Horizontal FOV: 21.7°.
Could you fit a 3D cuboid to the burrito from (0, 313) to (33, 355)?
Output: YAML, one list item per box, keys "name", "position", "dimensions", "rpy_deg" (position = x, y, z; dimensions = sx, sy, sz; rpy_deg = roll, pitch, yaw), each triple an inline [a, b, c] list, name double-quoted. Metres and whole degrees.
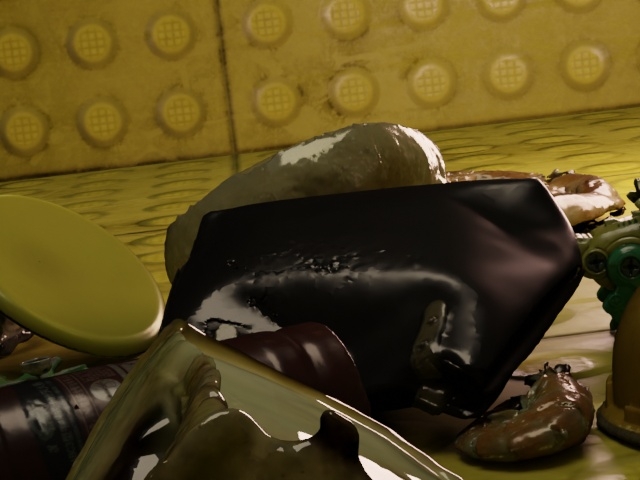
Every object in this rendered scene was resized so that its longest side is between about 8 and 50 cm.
- name: "burrito"
  position: [-0.457, 0.063, 1.699]
  dimensions: [0.332, 0.135, 0.190]
  rpy_deg: [-8, 15, 11]

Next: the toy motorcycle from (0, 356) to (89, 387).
- name: "toy motorcycle"
  position: [-0.249, 0.135, 1.297]
  dimensions: [0.106, 0.074, 0.190]
  rpy_deg: [-10, 4, 42]

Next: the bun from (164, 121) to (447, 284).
- name: "bun"
  position: [0.000, 0.000, 1.585]
  dimensions: [0.287, 0.146, 0.287]
  rpy_deg: [-24, -13, -6]

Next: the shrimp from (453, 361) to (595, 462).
- name: "shrimp"
  position: [0.149, 0.124, 1.183]
  dimensions: [0.099, 0.041, 0.180]
  rpy_deg: [-19, 6, 17]

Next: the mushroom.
- name: "mushroom"
  position: [-0.014, 0.166, 0.769]
  dimensions: [0.217, 0.212, 0.292]
  rpy_deg: [36, -12, -9]

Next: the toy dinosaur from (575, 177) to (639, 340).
- name: "toy dinosaur"
  position: [0.263, 0.018, 1.439]
  dimensions: [0.259, 0.153, 0.094]
  rpy_deg: [-15, 6, 4]

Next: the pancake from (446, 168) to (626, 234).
- name: "pancake"
  position: [0.187, -0.036, 2.040]
  dimensions: [0.382, 0.071, 0.382]
  rpy_deg: [-7, 9, 1]

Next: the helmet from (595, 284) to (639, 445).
- name: "helmet"
  position: [0.297, 0.060, 1.147]
  dimensions: [0.205, 0.140, 0.257]
  rpy_deg: [-10, 7, -21]

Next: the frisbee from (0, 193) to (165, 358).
- name: "frisbee"
  position: [-0.252, 0.029, 1.629]
  dimensions: [0.236, 0.017, 0.236]
  rpy_deg: [27, 26, -15]

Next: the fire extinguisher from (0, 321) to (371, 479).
- name: "fire extinguisher"
  position: [-0.144, 0.129, 1.040]
  dimensions: [0.337, 0.114, 0.135]
  rpy_deg: [-11, 51, -27]

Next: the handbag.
- name: "handbag"
  position: [0.028, 0.067, 1.294]
  dimensions: [0.342, 0.152, 0.288]
  rpy_deg: [-7, 20, 17]
